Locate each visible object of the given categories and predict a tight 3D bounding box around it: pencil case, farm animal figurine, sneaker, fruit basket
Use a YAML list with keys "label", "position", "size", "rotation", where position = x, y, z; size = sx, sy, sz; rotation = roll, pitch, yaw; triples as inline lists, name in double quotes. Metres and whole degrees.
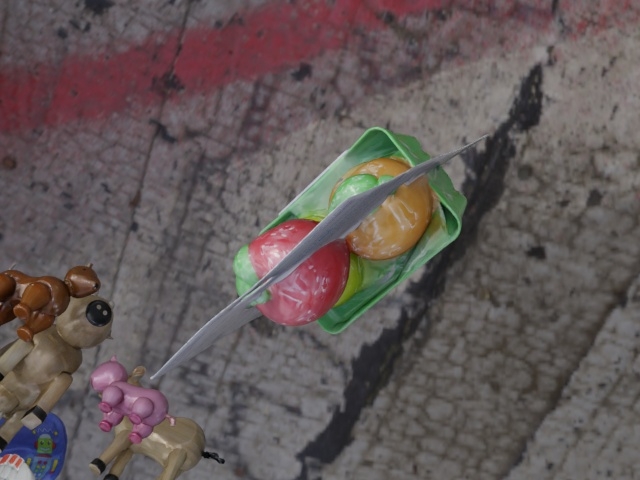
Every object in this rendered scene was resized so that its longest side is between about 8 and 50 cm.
- label: "pencil case"
  position: [-0.532, 0.305, 1.574]
  size: [0.133, 0.119, 0.306]
  rotation: [-12, 162, 40]
- label: "farm animal figurine"
  position: [-0.302, 0.154, 1.274]
  size: [0.326, 0.172, 0.330]
  rotation: [-15, 116, 32]
- label: "sneaker"
  position: [-0.326, 0.265, 1.102]
  size: [0.158, 0.061, 0.065]
  rotation: [-14, 124, 50]
- label: "fruit basket"
  position: [0.000, 0.000, 1.161]
  size: [0.327, 0.353, 0.165]
  rotation: [-42, 77, 33]
